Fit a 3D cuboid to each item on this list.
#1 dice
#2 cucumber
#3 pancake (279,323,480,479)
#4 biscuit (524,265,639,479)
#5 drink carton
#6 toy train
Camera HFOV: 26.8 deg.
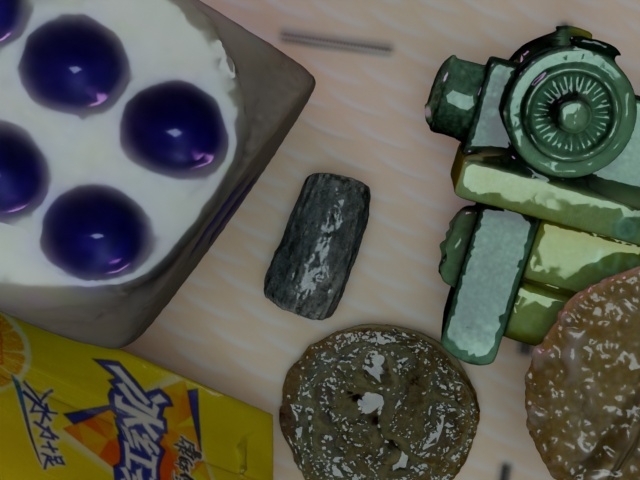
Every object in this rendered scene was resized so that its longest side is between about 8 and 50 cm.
[{"bbox_3d":[-0.175,-0.083,0.936,0.259,0.251,0.243,34,94,-1],"label":"dice"},{"bbox_3d":[-0.001,0.002,1.032,0.064,0.064,0.112,19,93,0],"label":"cucumber"},{"bbox_3d":[0.045,0.137,1.057,0.158,0.028,0.158,0,96,2],"label":"pancake"},{"bbox_3d":[0.249,0.114,0.934,0.220,0.033,0.220,2,108,8],"label":"biscuit"},{"bbox_3d":[-0.196,0.145,0.912,0.351,0.154,0.111,29,132,-32],"label":"drink carton"},{"bbox_3d":[0.256,-0.003,0.986,0.397,0.160,0.253,16,102,1],"label":"toy train"}]
